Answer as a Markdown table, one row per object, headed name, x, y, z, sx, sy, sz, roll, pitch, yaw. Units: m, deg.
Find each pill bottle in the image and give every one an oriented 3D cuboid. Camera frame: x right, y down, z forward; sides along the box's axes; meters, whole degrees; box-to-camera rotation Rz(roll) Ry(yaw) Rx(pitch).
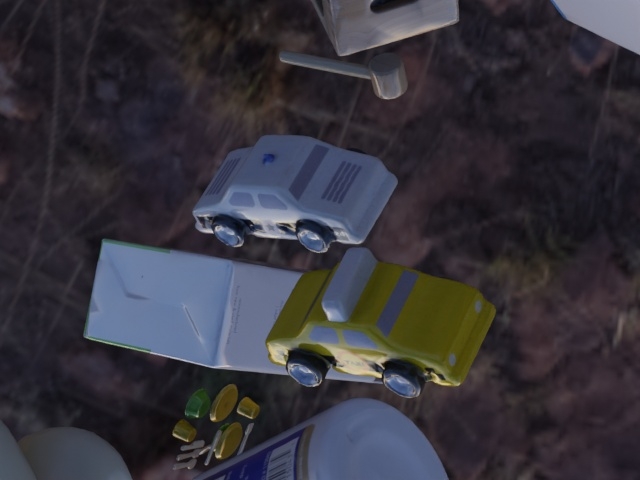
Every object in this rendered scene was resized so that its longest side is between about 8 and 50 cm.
| name | x | y | z | sx | sy | sz | roll | pitch | yaw |
| --- | --- | --- | --- | --- | --- | --- | --- | --- | --- |
| pill bottle | -0.025 | 0.173 | 0.982 | 0.186 | 0.112 | 0.112 | -30 | 114 | 35 |

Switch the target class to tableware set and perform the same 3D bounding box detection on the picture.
| name | x | y | z | sx | sy | sz | roll | pitch | yaw |
| --- | --- | --- | --- | --- | --- | --- | --- | --- | --- |
| tableware set | -0.119 | 0.205 | 1.952 | 0.024 | 0.154 | 0.104 | 28 | 104 | 26 |

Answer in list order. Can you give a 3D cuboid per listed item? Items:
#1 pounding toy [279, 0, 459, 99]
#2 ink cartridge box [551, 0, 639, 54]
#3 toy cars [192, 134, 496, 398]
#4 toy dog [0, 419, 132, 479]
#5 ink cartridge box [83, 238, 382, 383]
| name | x | y | z | sx | sy | sz | roll | pitch | yaw |
| --- | --- | --- | --- | --- | --- | --- | --- | --- | --- |
| pounding toy | 0.040 | -0.234 | 1.648 | 0.181 | 0.206 | 0.094 | -17 | 137 | -7 |
| ink cartridge box | 0.352 | -0.341 | 1.695 | 0.197 | 0.270 | 0.198 | 34 | 175 | 40 |
| toy cars | 0.000 | 0.000 | 1.445 | 0.176 | 0.394 | 0.087 | -31 | 129 | -2 |
| toy dog | -0.273 | 0.121 | 0.724 | 0.395 | 0.408 | 0.284 | 18 | 150 | -35 |
| ink cartridge box | -0.067 | 0.084 | 1.953 | 0.207 | 0.353 | 0.119 | 9 | 88 | 39 |
